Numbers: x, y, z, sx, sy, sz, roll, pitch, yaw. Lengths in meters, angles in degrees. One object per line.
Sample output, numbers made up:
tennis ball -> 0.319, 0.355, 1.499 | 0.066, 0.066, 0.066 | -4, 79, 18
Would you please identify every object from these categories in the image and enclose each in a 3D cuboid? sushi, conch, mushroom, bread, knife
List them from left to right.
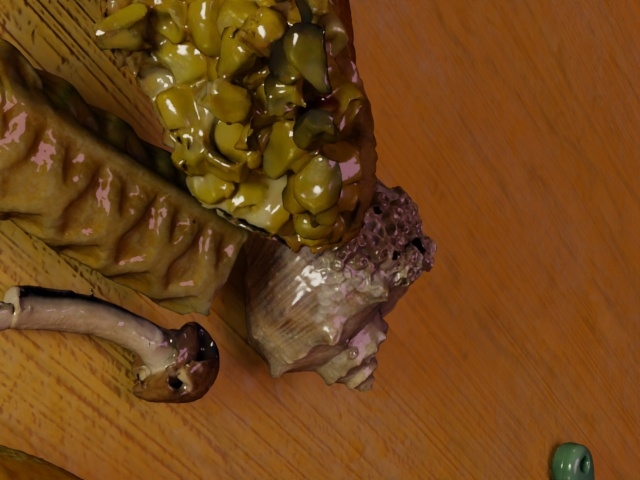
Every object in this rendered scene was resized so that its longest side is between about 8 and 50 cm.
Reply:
bread -> -0.151, -0.040, 0.825 | 0.269, 0.087, 0.098 | 34, 76, -49
mushroom -> -0.145, 0.066, 0.873 | 0.187, 0.061, 0.060 | 25, 54, -40
sushi -> -0.047, -0.122, 0.804 | 0.179, 0.167, 0.296 | -57, 149, -57
conch -> 0.000, 0.000, 1.037 | 0.178, 0.163, 0.245 | -67, 131, -84
knife -> 0.302, 0.356, 1.522 | 0.063, 0.035, 0.260 | -29, 115, -48

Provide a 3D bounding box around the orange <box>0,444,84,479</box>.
orange -> -0.192, 0.235, 0.698 | 0.335, 0.196, 0.262 | 35, 46, -41
